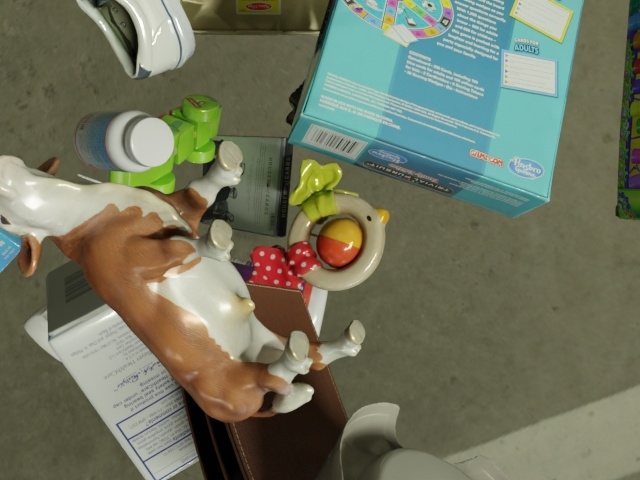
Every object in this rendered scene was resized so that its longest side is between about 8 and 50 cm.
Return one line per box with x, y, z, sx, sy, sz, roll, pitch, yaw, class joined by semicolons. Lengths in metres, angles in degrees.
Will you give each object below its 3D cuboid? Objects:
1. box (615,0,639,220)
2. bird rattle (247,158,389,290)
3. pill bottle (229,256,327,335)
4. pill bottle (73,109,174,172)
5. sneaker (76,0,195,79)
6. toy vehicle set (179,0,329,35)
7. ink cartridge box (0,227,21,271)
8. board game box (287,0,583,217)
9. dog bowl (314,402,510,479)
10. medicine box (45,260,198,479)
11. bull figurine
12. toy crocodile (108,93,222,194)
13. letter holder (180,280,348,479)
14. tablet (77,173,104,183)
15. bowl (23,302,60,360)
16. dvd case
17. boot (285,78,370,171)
0.474;-0.157;0.697;0.176;0.279;0.290;0;95;-15;box
0.000;0.000;1.119;0.254;0.206;0.143;-66;154;-16;bird rattle
-0.154;0.135;1.452;0.322;0.181;0.182;12;112;0;pill bottle
-0.278;-0.140;0.966;0.087;0.160;0.087;-9;103;-42;pill bottle
-0.230;-0.298;0.735;0.091;0.094;0.258;-45;113;-40;sneaker
-0.104;-0.423;1.116;0.266;0.035;0.166;-4;112;-16;toy vehicle set
-0.429;-0.050;0.802;0.060;0.104;0.180;-42;115;17;ink cartridge box
0.134;-0.222;0.707;0.253;0.079;0.336;18;75;-9;board game box
0.125;0.326;0.657;0.348;0.349;0.102;32;111;-25;dog bowl
-0.284;0.175;1.057;0.149;0.263;0.289;-29;115;-12;medicine box
-0.110;0.030;0.537;0.188;0.101;0.310;-16;124;36;bull figurine
-0.268;-0.176;1.203;0.105;0.340;0.115;21;128;13;toy crocodile
-0.092;0.216;0.837;0.152;0.302;0.214;-34;153;26;letter holder
-0.452;-0.119;1.374;0.054;0.083;0.006;20;89;-1;tablet
-0.578;0.188;1.549;0.142;0.142;0.053;40;128;4;bowl
-0.146;-0.108;1.295;0.029;0.238;0.180;-1;98;-46;dvd case
0.030;-0.162;1.039;0.161;0.246;0.083;44;92;-1;boot
